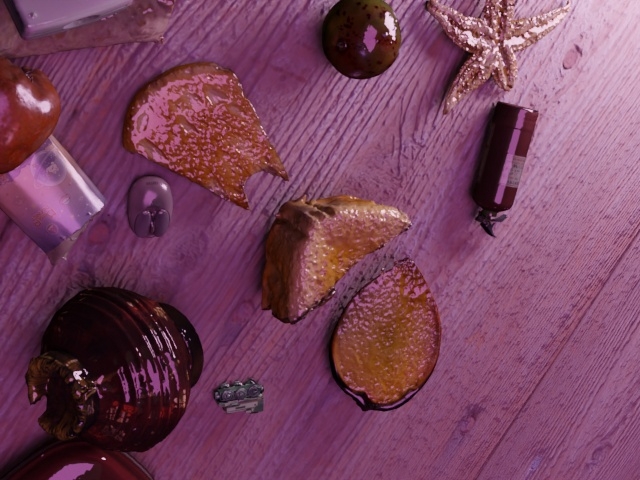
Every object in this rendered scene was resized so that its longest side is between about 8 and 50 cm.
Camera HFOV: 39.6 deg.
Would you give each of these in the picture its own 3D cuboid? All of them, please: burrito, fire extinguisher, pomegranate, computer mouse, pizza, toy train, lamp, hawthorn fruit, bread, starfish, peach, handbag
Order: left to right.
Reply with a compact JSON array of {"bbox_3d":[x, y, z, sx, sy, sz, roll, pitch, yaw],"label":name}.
[{"bbox_3d":[-0.411,-0.146,1.074,0.189,0.149,0.149,-43,118,-9],"label":"hawthorn fruit"},{"bbox_3d":[-0.372,-0.063,1.199,0.117,0.095,0.173,-40,110,-7],"label":"handbag"},{"bbox_3d":[-0.333,-0.306,1.125,0.299,0.105,0.143,-11,115,-22],"label":"burrito"},{"bbox_3d":[-0.289,0.182,1.233,0.247,0.247,0.247,-7,110,-21],"label":"lamp"},{"bbox_3d":[-0.245,-0.046,1.283,0.066,0.039,0.096,-3,109,-22],"label":"computer mouse"},{"bbox_3d":[-0.151,-0.151,1.292,0.262,0.034,0.181,35,92,-28],"label":"pizza"},{"bbox_3d":[-0.132,0.255,1.436,0.083,0.033,0.053,-7,113,-21],"label":"toy train"},{"bbox_3d":[-0.009,-0.002,1.324,0.252,0.174,0.133,-41,114,-8],"label":"bread"},{"bbox_3d":[0.066,-0.297,1.289,0.130,0.130,0.130,-7,110,-21],"label":"pomegranate"},{"bbox_3d":[0.107,0.151,1.486,0.189,0.068,0.279,9,105,-17],"label":"peach"},{"bbox_3d":[0.279,-0.340,1.406,0.295,0.048,0.231,-36,117,-10],"label":"starfish"},{"bbox_3d":[0.308,-0.113,1.487,0.099,0.071,0.231,-7,113,-51],"label":"fire extinguisher"}]

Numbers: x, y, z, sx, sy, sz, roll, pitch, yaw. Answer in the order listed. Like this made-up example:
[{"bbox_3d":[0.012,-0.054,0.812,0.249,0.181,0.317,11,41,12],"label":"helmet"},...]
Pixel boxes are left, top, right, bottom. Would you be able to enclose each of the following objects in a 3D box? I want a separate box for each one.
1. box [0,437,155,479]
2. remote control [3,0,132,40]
[{"bbox_3d":[-0.432,0.470,1.336,0.404,0.108,0.263,-40,118,-7],"label":"box"},{"bbox_3d":[-0.353,-0.413,1.037,0.145,0.050,0.344,-25,93,-24],"label":"remote control"}]
